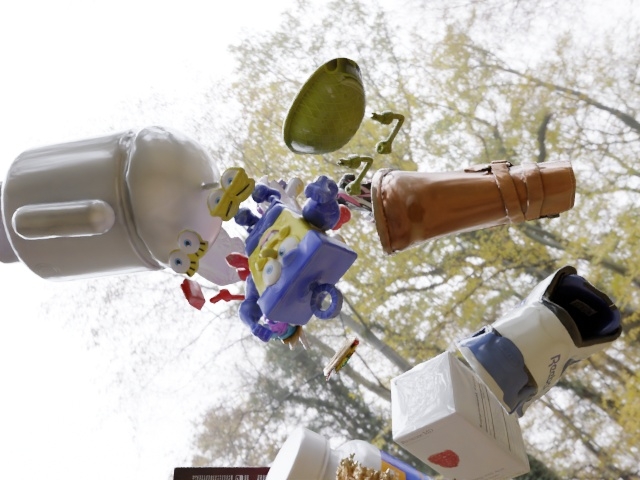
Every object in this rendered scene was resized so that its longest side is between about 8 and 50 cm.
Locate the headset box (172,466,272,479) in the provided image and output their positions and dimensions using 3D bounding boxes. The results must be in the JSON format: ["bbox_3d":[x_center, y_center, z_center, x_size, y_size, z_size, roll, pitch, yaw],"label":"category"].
[{"bbox_3d":[-0.071,0.422,0.918,0.293,0.110,0.218,1,-29,-2],"label":"headset box"}]

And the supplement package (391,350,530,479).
[{"bbox_3d":[0.324,0.433,1.389,0.177,0.175,0.293,-35,-62,28],"label":"supplement package"}]

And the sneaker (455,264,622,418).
[{"bbox_3d":[0.295,0.134,0.772,0.182,0.127,0.315,-36,-20,9],"label":"sneaker"}]

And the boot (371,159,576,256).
[{"bbox_3d":[0.194,-0.045,0.720,0.283,0.220,0.109,-4,-91,-64],"label":"boot"}]

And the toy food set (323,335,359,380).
[{"bbox_3d":[0.034,0.187,0.944,0.082,0.020,0.083,-44,-8,-47],"label":"toy food set"}]

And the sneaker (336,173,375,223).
[{"bbox_3d":[0.112,-0.090,1.271,0.178,0.072,0.077,26,-105,-29],"label":"sneaker"}]

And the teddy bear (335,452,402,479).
[{"bbox_3d":[0.016,0.288,0.404,0.113,0.338,0.245,-19,-74,16],"label":"teddy bear"}]

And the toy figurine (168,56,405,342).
[{"bbox_3d":[0.000,0.000,0.684,0.191,0.217,0.363,27,-72,-40],"label":"toy figurine"}]

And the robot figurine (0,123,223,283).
[{"bbox_3d":[-0.286,-0.050,0.827,0.353,0.300,0.200,-7,-77,11],"label":"robot figurine"}]

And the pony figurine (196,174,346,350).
[{"bbox_3d":[-0.091,0.016,1.274,0.302,0.363,0.351,-24,-65,27],"label":"pony figurine"}]

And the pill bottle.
[{"bbox_3d":[0.069,0.335,0.701,0.272,0.152,0.152,30,-82,-5],"label":"pill bottle"}]
